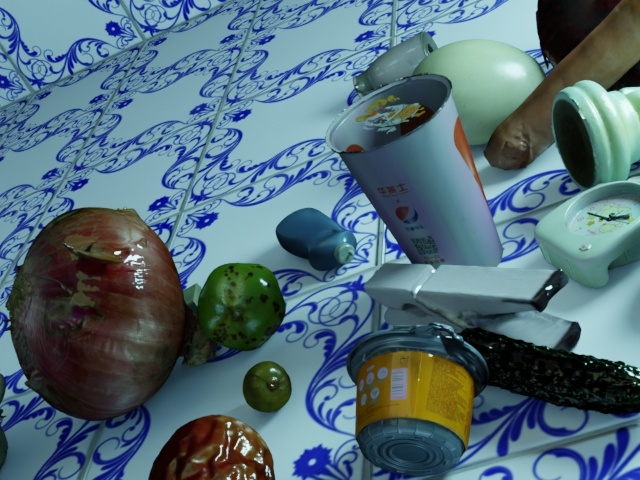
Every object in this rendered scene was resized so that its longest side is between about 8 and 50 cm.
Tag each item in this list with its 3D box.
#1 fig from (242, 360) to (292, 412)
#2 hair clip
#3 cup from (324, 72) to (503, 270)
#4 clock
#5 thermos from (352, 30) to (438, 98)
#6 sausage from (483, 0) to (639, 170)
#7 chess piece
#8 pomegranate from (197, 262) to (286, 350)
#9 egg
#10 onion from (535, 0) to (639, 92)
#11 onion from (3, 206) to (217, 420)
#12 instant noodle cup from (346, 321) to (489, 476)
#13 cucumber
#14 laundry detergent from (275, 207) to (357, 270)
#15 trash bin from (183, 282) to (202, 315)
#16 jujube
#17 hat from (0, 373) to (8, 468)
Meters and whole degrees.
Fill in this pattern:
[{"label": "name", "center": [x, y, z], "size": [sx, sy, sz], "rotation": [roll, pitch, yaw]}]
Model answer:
[{"label": "fig", "center": [-0.081, 0.216, 1.475], "size": [0.074, 0.074, 0.088], "rotation": [-44, 0, -25]}, {"label": "hair clip", "center": [0.203, 0.086, 1.392], "size": [0.331, 0.101, 0.085], "rotation": [6, 48, 52]}, {"label": "cup", "center": [0.155, -0.075, 1.490], "size": [0.203, 0.288, 0.203], "rotation": [-23, 28, 13]}, {"label": "clock", "center": [0.407, -0.022, 1.405], "size": [0.191, 0.062, 0.151], "rotation": [-32, 27, -6]}, {"label": "thermos", "center": [0.167, -0.364, 2.187], "size": [0.193, 0.105, 0.137], "rotation": [-24, 1, 26]}, {"label": "sausage", "center": [0.418, -0.257, 1.611], "size": [0.419, 0.094, 0.094], "rotation": [-47, 59, 32]}, {"label": "chess piece", "center": [0.513, -0.190, 1.519], "size": [0.298, 0.176, 0.176], "rotation": [-19, 27, -6]}, {"label": "pomegranate", "center": [-0.119, 0.092, 1.644], "size": [0.122, 0.143, 0.169], "rotation": [-65, -9, 29]}, {"label": "egg", "center": [0.277, -0.264, 1.800], "size": [0.253, 0.188, 0.188], "rotation": [-3, 37, 25]}, {"label": "onion", "center": [0.509, -0.389, 1.694], "size": [0.314, 0.232, 0.314], "rotation": [-5, 79, 25]}, {"label": "onion", "center": [-0.360, 0.114, 1.629], "size": [0.353, 0.354, 0.353], "rotation": [-23, 28, 13]}, {"label": "instant noodle cup", "center": [0.113, 0.205, 1.219], "size": [0.177, 0.208, 0.125], "rotation": [3, 51, 7]}, {"label": "cucumber", "center": [0.279, 0.161, 1.214], "size": [0.300, 0.072, 0.072], "rotation": [10, 47, 49]}, {"label": "laundry detergent", "center": [0.001, 0.001, 1.764], "size": [0.096, 0.061, 0.206], "rotation": [-30, 27, -17]}, {"label": "trash bin", "center": [-0.254, 0.124, 1.822], "size": [0.092, 0.043, 0.061], "rotation": [-25, 28, 13]}, {"label": "jujube", "center": [-0.136, 0.332, 1.229], "size": [0.174, 0.174, 0.250], "rotation": [-22, 31, 14]}, {"label": "hat", "center": [-0.603, 0.349, 1.689], "size": [0.257, 0.130, 0.257], "rotation": [-23, 29, 14]}]
